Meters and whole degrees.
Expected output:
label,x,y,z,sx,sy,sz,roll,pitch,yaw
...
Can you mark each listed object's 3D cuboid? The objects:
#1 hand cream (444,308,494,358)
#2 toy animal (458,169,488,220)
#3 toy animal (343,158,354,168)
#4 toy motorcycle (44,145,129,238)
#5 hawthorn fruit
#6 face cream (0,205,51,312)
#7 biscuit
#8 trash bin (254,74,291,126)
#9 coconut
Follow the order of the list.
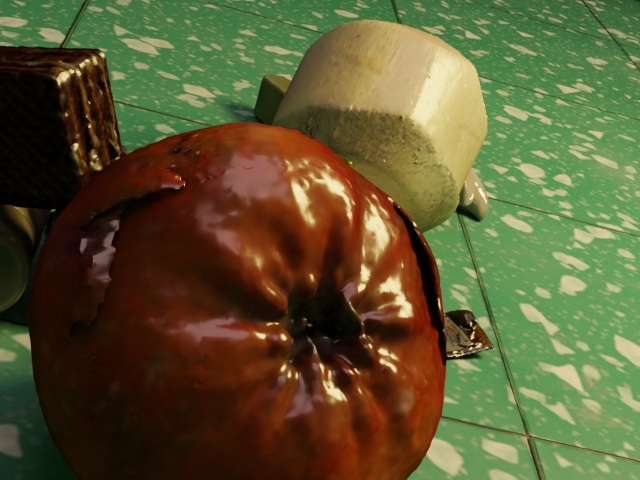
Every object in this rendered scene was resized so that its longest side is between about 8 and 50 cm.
label,x,y,z,sx,sy,sz,roll,pitch,yaw
hand cream,0.079,0.080,1.045,0.163,0.039,0.062,8,25,-33
toy animal,0.113,-0.119,1.356,0.221,0.131,0.104,26,-15,13
toy animal,0.000,0.000,1.043,0.182,0.131,0.127,-15,3,-28
toy motorcycle,-0.187,-0.007,0.956,0.076,0.114,0.205,4,21,3
hawthorn fruit,-0.067,0.057,0.763,0.276,0.276,0.307,6,0,-24
face cream,-0.285,-0.045,1.012,0.137,0.084,0.341,12,21,-15
biscuit,-0.337,-0.097,0.901,0.388,0.107,0.073,5,28,21
trash bin,-0.041,-0.157,1.402,0.043,0.061,0.092,-2,30,-35
coconut,0.066,-0.122,1.198,0.224,0.224,0.234,17,53,-3
